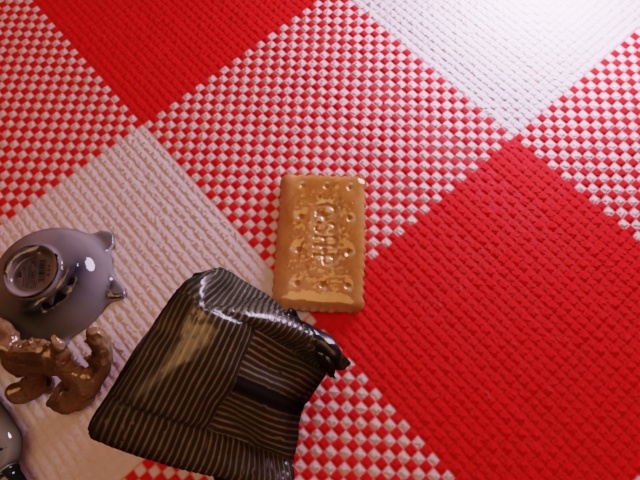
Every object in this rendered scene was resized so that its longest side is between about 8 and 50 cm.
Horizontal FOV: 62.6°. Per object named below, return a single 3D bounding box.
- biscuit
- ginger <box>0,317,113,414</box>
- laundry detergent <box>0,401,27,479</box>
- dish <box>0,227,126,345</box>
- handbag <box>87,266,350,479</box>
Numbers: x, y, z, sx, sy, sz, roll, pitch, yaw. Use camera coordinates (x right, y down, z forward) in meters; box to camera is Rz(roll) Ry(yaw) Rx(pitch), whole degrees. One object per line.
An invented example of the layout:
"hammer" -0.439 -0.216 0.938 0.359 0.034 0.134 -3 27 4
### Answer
"biscuit" 0.000 0.000 0.902 0.160 0.030 0.250 3 69 3
"ginger" -0.449 0.194 0.808 0.258 0.065 0.150 5 99 1
"laundry detergent" -0.515 0.294 0.792 0.099 0.070 0.225 -40 74 -21
"dish" -0.445 0.066 0.865 0.227 0.086 0.237 18 72 9
"handbag" -0.123 0.182 0.697 0.240 0.340 0.247 30 75 -5
